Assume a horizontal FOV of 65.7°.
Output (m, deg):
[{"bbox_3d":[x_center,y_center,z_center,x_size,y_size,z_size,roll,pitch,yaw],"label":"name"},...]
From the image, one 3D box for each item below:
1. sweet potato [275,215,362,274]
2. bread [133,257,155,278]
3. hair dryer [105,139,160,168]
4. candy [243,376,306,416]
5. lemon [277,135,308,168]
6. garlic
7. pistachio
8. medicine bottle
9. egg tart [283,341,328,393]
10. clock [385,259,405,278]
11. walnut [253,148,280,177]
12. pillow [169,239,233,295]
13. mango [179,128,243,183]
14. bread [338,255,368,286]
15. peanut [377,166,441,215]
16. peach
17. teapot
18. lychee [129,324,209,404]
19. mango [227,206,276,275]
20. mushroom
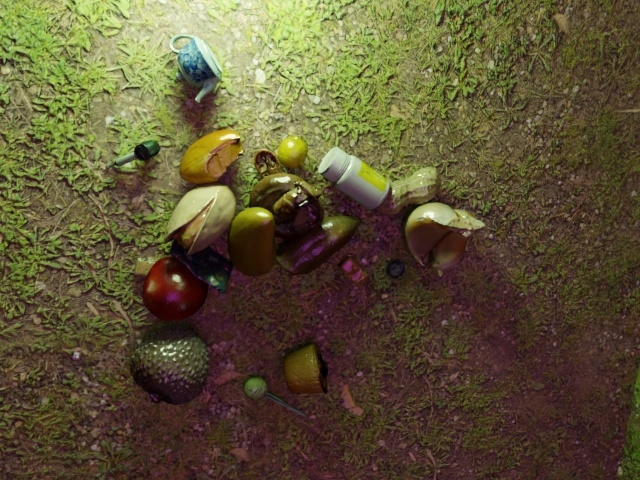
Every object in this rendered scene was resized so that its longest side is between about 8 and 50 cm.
[{"bbox_3d":[0.000,0.000,1.913,0.370,0.158,0.157,-36,110,-2],"label":"sweet potato"},{"bbox_3d":[-0.641,0.106,1.826,0.083,0.035,0.070,14,99,-11],"label":"bread"},{"bbox_3d":[-0.656,-0.288,1.707,0.198,0.100,0.057,-18,107,10],"label":"hair dryer"},{"bbox_3d":[-0.180,0.672,2.079,0.335,0.092,0.093,39,55,-28],"label":"candy"},{"bbox_3d":[-0.101,-0.325,1.824,0.109,0.109,0.133,14,114,-18],"label":"lemon"},{"bbox_3d":[0.492,-0.021,2.004,0.286,0.313,0.249,-12,63,-19],"label":"garlic"},{"bbox_3d":[-0.411,-0.084,1.733,0.187,0.187,0.299,46,50,-20],"label":"pistachio"},{"bbox_3d":[0.128,-0.237,1.890,0.258,0.143,0.143,31,94,-19],"label":"medicine bottle"},{"bbox_3d":[-0.053,0.527,2.013,0.171,0.215,0.215,-14,107,4],"label":"egg tart"},{"bbox_3d":[0.316,0.121,2.096,0.085,0.017,0.085,-4,105,-14],"label":"clock"},{"bbox_3d":[-0.196,-0.288,1.835,0.091,0.052,0.121,-22,113,11],"label":"walnut"},{"bbox_3d":[-0.428,0.070,1.799,0.034,0.189,0.255,-38,114,24],"label":"pillow"},{"bbox_3d":[-0.383,-0.291,1.745,0.252,0.126,0.154,-33,102,-4],"label":"mango"},{"bbox_3d":[0.134,0.127,2.030,0.074,0.053,0.132,-42,108,-2],"label":"bread"},{"bbox_3d":[0.352,-0.190,1.969,0.298,0.136,0.120,-25,148,-7],"label":"peanut"},{"bbox_3d":[-0.521,0.170,1.774,0.199,0.243,0.243,-23,115,37],"label":"peach"},{"bbox_3d":[-0.422,-0.584,1.657,0.159,0.159,0.232,-28,89,-7],"label":"teapot"},{"bbox_3d":[-0.546,0.458,1.823,0.300,0.300,0.300,-4,105,-14],"label":"lychee"},{"bbox_3d":[-0.250,0.003,1.796,0.195,0.142,0.331,26,136,18],"label":"mango"},{"bbox_3d":[-0.110,-0.131,1.797,0.195,0.283,0.263,-46,108,-36],"label":"mushroom"}]
